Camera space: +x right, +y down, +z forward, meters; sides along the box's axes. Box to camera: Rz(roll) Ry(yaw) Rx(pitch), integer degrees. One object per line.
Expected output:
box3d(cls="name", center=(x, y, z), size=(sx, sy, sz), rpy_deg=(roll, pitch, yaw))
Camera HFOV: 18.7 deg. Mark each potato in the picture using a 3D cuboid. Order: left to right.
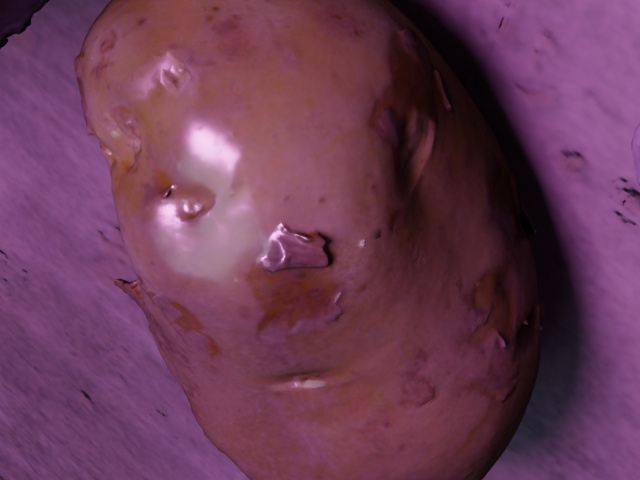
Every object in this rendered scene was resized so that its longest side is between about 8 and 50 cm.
box3d(cls="potato", center=(0.000, 0.000, 0.774), size=(0.165, 0.165, 0.262), rpy_deg=(7, 142, 38))

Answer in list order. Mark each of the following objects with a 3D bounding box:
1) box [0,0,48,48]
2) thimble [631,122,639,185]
box3d(cls="box", center=(-0.223, -0.135, 0.805), size=(0.350, 0.211, 0.058), rpy_deg=(6, 127, 37))
box3d(cls="thimble", center=(0.209, -0.019, 0.522), size=(0.245, 0.217, 0.157), rpy_deg=(44, 144, 22))
